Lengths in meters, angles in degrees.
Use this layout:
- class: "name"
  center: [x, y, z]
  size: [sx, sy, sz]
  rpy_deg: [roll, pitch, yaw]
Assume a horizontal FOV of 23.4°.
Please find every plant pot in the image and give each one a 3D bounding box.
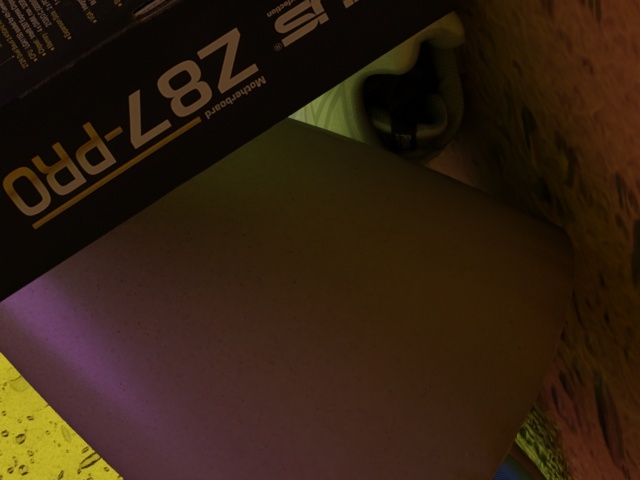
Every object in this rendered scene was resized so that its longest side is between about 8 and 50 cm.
- class: "plant pot"
  center: [-0.053, 0.031, 0.815]
  size: [0.274, 0.256, 0.256]
  rpy_deg: [31, 171, -10]

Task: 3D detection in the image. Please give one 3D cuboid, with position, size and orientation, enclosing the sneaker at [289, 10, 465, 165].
- class: "sneaker"
  center: [0.024, -0.074, 0.918]
  size: [0.118, 0.110, 0.292]
  rpy_deg: [49, 162, 22]

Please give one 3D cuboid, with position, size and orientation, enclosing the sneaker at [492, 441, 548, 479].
- class: "sneaker"
  center: [0.058, 0.087, 1.083]
  size: [0.319, 0.127, 0.208]
  rpy_deg: [41, -148, -16]

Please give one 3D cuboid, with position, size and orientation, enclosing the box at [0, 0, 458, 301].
- class: "box"
  center: [-0.162, -0.149, 0.763]
  size: [0.395, 0.318, 0.097]
  rpy_deg: [52, 172, 46]
